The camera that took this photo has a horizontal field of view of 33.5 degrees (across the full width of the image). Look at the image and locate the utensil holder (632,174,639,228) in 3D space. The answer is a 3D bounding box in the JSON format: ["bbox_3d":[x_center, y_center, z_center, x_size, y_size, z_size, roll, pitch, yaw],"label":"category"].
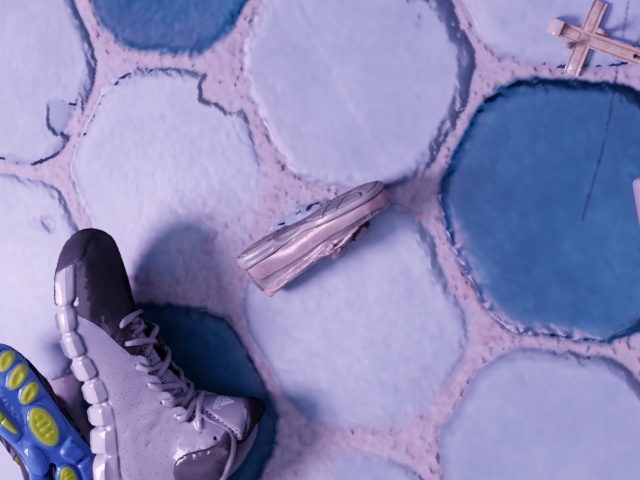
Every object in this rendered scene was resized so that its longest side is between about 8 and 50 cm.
[{"bbox_3d":[0.328,0.134,0.454,0.327,0.327,0.386,-8,95,23],"label":"utensil holder"}]

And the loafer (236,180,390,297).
[{"bbox_3d":[0.000,0.000,0.730,0.125,0.045,0.039,-27,102,29],"label":"loafer"}]

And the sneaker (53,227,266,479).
[{"bbox_3d":[-0.105,0.097,0.766,0.132,0.086,0.229,-5,104,18],"label":"sneaker"}]

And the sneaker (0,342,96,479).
[{"bbox_3d":[-0.210,0.157,0.822,0.067,0.078,0.188,-29,100,-5],"label":"sneaker"}]

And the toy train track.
[{"bbox_3d":[0.179,-0.119,0.653,0.083,0.014,0.048,25,104,18],"label":"toy train track"}]
